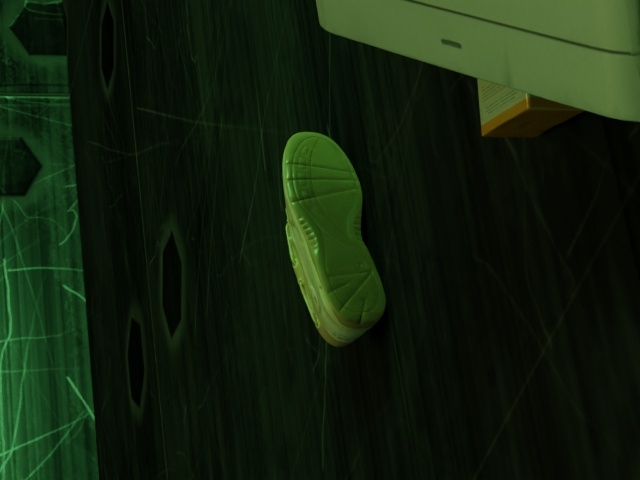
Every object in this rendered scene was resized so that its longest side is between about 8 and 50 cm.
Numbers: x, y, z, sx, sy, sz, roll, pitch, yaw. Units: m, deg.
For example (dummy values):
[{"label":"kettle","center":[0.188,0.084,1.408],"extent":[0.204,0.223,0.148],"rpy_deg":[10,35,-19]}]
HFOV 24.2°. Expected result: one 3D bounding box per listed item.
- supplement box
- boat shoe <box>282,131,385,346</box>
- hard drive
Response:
[{"label":"supplement box","center":[0.108,-0.109,0.785],"extent":[0.062,0.036,0.098],"rpy_deg":[151,117,-71]},{"label":"boat shoe","center":[0.000,0.000,1.097],"extent":[0.059,0.063,0.170],"rpy_deg":[122,143,-51]},{"label":"hard drive","center":[0.055,-0.242,0.656],"extent":[0.233,0.047,0.353],"rpy_deg":[26,134,47]}]
